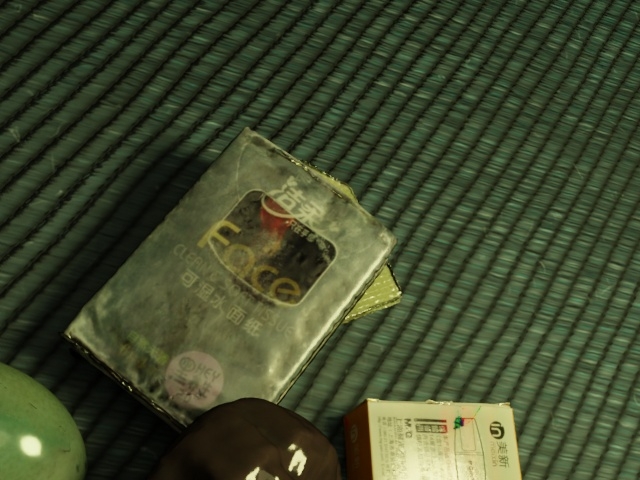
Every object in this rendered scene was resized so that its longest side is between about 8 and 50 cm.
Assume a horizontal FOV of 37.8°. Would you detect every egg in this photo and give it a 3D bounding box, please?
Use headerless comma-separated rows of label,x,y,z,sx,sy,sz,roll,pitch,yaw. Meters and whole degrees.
egg,-0.362,0.215,0.996,0.237,0.169,0.169,26,60,-9

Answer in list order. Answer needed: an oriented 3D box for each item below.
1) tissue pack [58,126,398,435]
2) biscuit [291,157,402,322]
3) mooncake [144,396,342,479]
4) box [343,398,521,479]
tissue pack,-0.105,0.066,1.162,0.259,0.122,0.361,38,70,4
biscuit,0.000,0.000,1.301,0.147,0.046,0.250,-19,75,-24
mooncake,-0.079,0.314,0.991,0.141,0.283,0.283,21,54,31
box,0.149,0.340,1.174,0.221,0.091,0.273,8,64,-18
